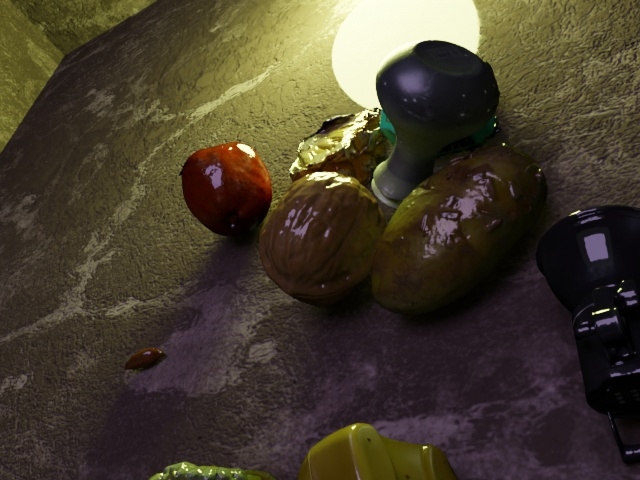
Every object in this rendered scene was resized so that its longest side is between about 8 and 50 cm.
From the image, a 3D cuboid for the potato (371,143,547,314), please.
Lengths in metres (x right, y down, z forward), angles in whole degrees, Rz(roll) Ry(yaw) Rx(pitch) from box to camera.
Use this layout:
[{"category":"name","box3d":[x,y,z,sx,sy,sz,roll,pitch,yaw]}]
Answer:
[{"category":"potato","box3d":[0.186,-0.016,0.919,0.298,0.141,0.176,-43,27,-2]}]

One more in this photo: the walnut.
[{"category":"walnut","box3d":[0.000,0.000,1.022,0.213,0.213,0.213,-24,41,22]}]

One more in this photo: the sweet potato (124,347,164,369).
[{"category":"sweet potato","box3d":[-0.335,0.223,1.225,0.095,0.034,0.034,-25,40,17]}]

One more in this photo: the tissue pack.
[{"category":"tissue pack","box3d":[0.062,0.283,0.705,0.127,0.178,0.123,-49,34,25]}]

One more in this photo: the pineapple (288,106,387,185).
[{"category":"pineapple","box3d":[0.031,-0.157,1.238,0.236,0.114,0.186,-46,36,-22]}]

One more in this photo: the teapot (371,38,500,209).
[{"category":"teapot","box3d":[0.155,-0.169,0.998,0.183,0.251,0.184,8,44,-8]}]

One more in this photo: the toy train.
[{"category":"toy train","box3d":[0.205,-0.231,1.138,0.203,0.112,0.163,-15,50,34]}]

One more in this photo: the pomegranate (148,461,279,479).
[{"category":"pomegranate","box3d":[-0.137,0.394,0.697,0.260,0.260,0.341,-11,28,34]}]

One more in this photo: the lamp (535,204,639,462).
[{"category":"lamp","box3d":[0.314,0.088,0.684,0.147,0.172,0.227,-18,41,25]}]

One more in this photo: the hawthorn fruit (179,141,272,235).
[{"category":"hawthorn fruit","box3d":[-0.182,-0.089,1.285,0.185,0.185,0.202,-31,46,13]}]
